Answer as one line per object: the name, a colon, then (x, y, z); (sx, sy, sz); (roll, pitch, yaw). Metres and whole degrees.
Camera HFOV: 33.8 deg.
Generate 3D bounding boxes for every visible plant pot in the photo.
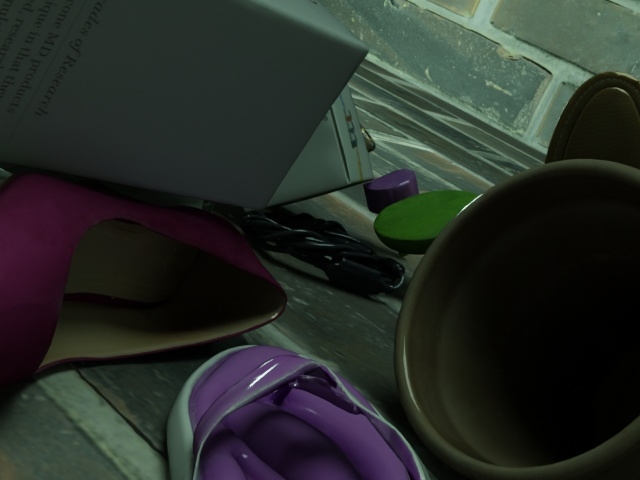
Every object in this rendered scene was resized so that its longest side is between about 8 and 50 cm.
plant pot: (0.225, 0.101, 0.839); (0.229, 0.263, 0.263); (36, 4, -41)

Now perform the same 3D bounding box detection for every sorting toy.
sorting toy: (0.141, 0.030, 1.171); (0.127, 0.126, 0.365); (-19, 24, -11)

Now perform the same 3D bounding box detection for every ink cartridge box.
ink cartridge box: (-0.025, -0.110, 1.209); (0.128, 0.127, 0.176); (-15, 1, 12)

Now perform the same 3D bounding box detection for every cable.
cable: (0.000, 0.000, 1.144); (0.184, 0.047, 0.150); (19, 16, -17)

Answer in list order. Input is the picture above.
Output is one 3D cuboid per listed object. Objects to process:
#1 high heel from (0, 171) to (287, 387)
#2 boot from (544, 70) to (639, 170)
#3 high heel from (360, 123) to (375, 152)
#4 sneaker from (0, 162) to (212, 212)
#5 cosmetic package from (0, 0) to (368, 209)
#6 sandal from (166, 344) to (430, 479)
high heel: (-0.120, 0.037, 0.681); (0.181, 0.127, 0.377); (25, 16, 0)
boot: (0.286, -0.029, 1.048); (0.109, 0.283, 0.220); (-4, 11, 17)
high heel: (0.031, -0.194, 1.758); (0.261, 0.093, 0.186); (24, 18, 37)
sneaker: (-0.215, -0.074, 0.952); (0.271, 0.108, 0.100); (25, 17, 8)
cosmetic package: (-0.203, -0.172, 0.670); (0.453, 0.161, 0.230); (9, 32, -52)
sandal: (-0.003, 0.130, 0.579); (0.169, 0.102, 0.416); (23, 15, -5)
